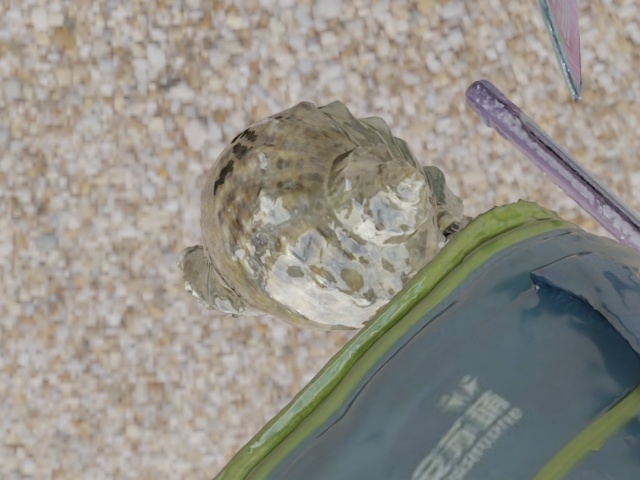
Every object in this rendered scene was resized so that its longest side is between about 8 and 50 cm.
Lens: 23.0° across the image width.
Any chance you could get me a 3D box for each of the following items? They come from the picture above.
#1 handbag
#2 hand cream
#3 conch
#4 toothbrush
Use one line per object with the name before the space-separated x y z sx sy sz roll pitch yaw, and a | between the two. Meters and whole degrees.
handbag | 0.103 0.138 0.509 0.263 0.241 0.222 -47 130 -14
hand cream | 0.147 -0.190 0.967 0.079 0.275 0.050 39 124 -21
conch | 0.000 0.000 0.828 0.155 0.130 0.207 14 154 -28
toothbrush | 0.192 0.039 0.767 0.029 0.354 0.024 -47 157 7
